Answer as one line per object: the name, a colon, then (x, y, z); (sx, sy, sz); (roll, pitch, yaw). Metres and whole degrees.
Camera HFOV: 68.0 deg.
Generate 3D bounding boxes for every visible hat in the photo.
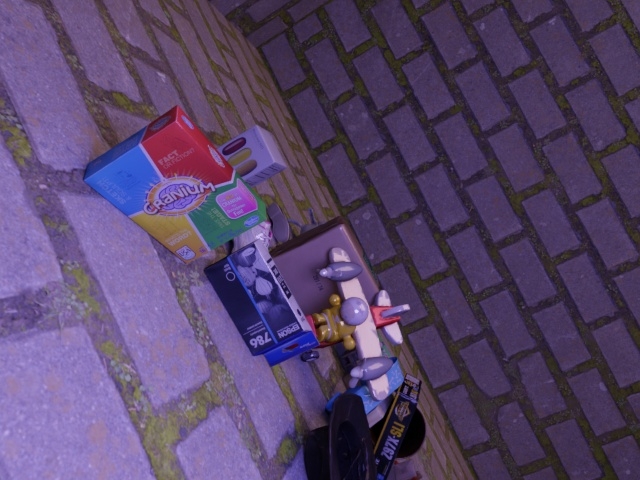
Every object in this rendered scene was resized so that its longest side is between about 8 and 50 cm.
hat: (0.039, 0.571, 1.242); (0.331, 0.133, 0.332); (36, 49, -55)

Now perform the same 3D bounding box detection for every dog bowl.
dog bowl: (0.154, 0.494, 1.556); (0.074, 0.297, 0.166); (59, -29, 4)

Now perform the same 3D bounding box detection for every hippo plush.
hippo plush: (0.000, 0.000, 2.054); (0.295, 0.234, 0.236); (62, 12, -5)

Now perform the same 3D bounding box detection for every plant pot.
plant pot: (0.297, 0.728, 1.871); (0.230, 0.215, 0.216); (70, -3, -73)

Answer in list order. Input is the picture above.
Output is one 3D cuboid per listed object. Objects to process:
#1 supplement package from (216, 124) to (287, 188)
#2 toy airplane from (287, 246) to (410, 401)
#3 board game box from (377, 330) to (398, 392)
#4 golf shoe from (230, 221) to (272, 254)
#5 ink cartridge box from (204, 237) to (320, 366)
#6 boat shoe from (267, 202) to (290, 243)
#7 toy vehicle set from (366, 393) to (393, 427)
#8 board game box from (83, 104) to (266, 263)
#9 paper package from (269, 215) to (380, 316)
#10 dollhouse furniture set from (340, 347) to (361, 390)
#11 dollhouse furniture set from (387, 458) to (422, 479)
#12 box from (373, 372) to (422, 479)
supplement package: (-0.255, -0.241, 1.518); (0.139, 0.243, 0.134); (63, 13, 5)
toy airplane: (0.113, 0.251, 1.498); (0.385, 0.385, 0.272); (31, -26, 6)
board game box: (0.246, 0.473, 1.938); (0.318, 0.046, 0.213); (62, -10, -9)
golf shoe: (-0.203, 0.015, 1.441); (0.307, 0.140, 0.115); (68, 12, 16)
ink cartridge box: (-0.151, 0.177, 1.248); (0.333, 0.165, 0.065); (60, 13, -7)
boat shoe: (-0.158, -0.064, 1.929); (0.065, 0.075, 0.206); (41, 20, -51)
toy vehicle set: (0.158, 0.594, 1.604); (0.035, 0.166, 0.267); (51, 10, 13)
board game box: (-0.306, -0.105, 1.049); (0.316, 0.242, 0.064); (50, 18, -42)
paper package: (0.023, 0.117, 1.732); (0.325, 0.309, 0.168); (61, 13, -13)
dollhouse furniture set: (0.200, 0.533, 1.911); (0.212, 0.160, 0.242); (63, 13, 5)
dollhouse furniture set: (0.329, 0.910, 1.704); (0.259, 0.135, 0.262); (57, 14, -25)
box: (0.247, 0.637, 1.607); (0.079, 0.322, 0.257); (22, 5, 13)
